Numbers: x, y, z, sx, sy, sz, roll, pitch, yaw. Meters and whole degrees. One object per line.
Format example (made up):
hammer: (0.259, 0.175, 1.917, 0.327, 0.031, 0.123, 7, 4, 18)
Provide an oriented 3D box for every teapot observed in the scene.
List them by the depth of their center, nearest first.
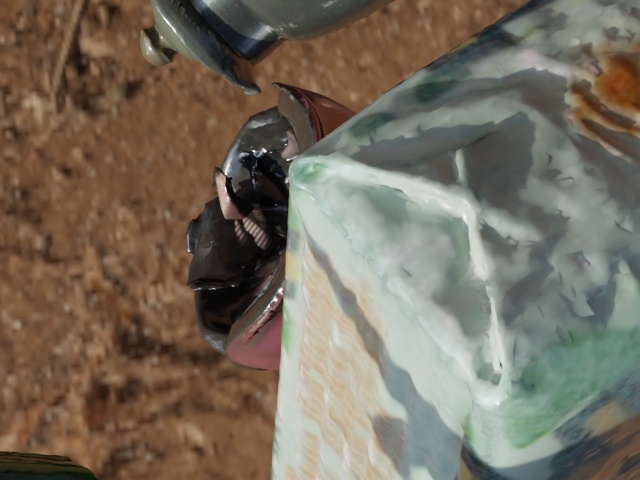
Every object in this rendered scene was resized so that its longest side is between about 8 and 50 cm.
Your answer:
teapot: (-0.080, -0.287, 1.764, 0.285, 0.223, 0.305, -41, 114, 6)

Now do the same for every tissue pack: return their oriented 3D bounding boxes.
tissue pack: (0.103, 0.030, 0.685, 0.228, 0.128, 0.311, -33, 155, -19)

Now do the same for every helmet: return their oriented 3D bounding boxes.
helmet: (0.000, 0.000, 1.336, 0.154, 0.198, 0.253, 15, 172, -24)

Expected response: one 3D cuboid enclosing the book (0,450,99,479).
book: (-0.255, 0.182, 0.613, 0.371, 0.043, 0.260, 12, 97, -44)
